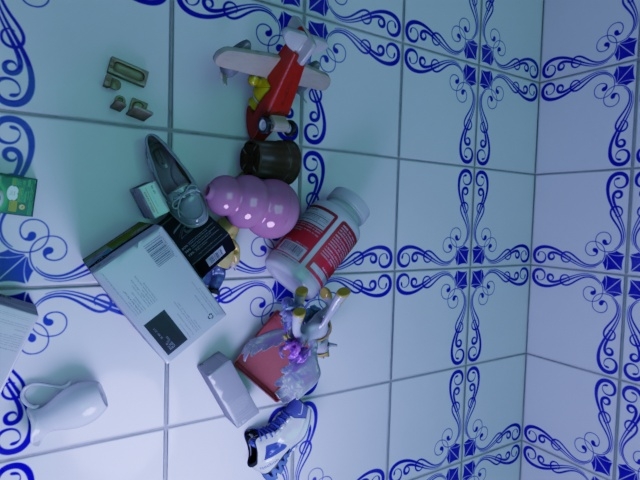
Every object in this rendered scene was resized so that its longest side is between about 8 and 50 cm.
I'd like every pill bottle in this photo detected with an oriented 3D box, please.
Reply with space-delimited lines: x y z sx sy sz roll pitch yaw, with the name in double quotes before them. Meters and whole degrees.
"pill bottle" 0.000 0.000 1.798 0.408 0.229 0.229 -50 117 -19

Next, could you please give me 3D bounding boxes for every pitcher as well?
"pitcher" -0.758 0.477 1.422 0.207 0.125 0.178 -21 89 -18

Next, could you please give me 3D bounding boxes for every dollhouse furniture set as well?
"dollhouse furniture set" -0.575 -0.469 1.462 0.144 0.123 0.151 17 84 -32

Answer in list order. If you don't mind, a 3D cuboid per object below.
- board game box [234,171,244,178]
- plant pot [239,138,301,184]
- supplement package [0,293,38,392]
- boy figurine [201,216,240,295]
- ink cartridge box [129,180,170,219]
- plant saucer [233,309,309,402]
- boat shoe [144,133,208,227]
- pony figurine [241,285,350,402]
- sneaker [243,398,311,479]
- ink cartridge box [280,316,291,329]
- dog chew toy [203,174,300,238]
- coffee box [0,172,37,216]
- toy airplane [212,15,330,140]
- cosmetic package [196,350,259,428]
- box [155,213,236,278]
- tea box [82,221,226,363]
"board game box" -0.248 -0.156 1.739 0.092 0.043 0.181 -41 113 -23
"plant pot" -0.180 -0.279 1.682 0.165 0.166 0.167 -3 95 -45
"supplement package" -0.906 0.292 1.271 0.177 0.175 0.293 29 78 -32
"boy figurine" -0.357 0.038 1.655 0.177 0.092 0.286 21 81 -31
"ink cartridge box" -0.524 -0.124 1.484 0.060 0.180 0.104 -31 109 -25
"plant saucer" -0.173 0.435 1.824 0.259 0.047 0.258 49 69 -24
"boat shoe" -0.455 -0.184 1.497 0.118 0.103 0.321 -27 80 -12
"pony figurine" -0.063 0.334 1.655 0.350 0.303 0.364 -20 135 -32
"sneaker" -0.175 0.726 1.794 0.182 0.127 0.316 38 75 -31
"ink cartridge box" -0.118 0.310 1.805 0.048 0.028 0.083 -32 110 -26
"dog chew toy" -0.230 -0.123 1.589 0.331 0.206 0.207 14 86 -41
"coffee box" -0.894 -0.133 1.331 0.184 0.040 0.113 7 89 -33
"toy airplane" -0.153 -0.575 1.639 0.384 0.272 0.386 -40 146 -11
"cosmetic package" -0.325 0.521 1.687 0.107 0.127 0.238 -30 110 -27
"box" -0.402 -0.009 1.544 0.153 0.207 0.108 -43 157 -18
"tea box" -0.501 0.139 1.431 0.220 0.323 0.329 -40 113 -23
